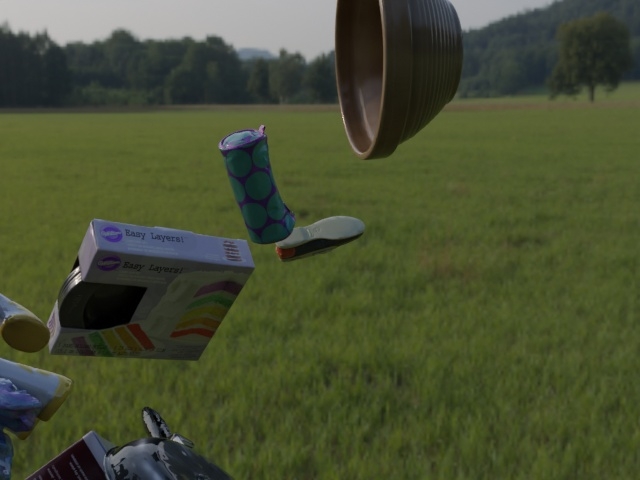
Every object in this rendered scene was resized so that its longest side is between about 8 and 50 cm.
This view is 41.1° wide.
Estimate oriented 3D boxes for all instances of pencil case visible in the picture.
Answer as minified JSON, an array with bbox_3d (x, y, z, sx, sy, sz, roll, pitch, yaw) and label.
[{"bbox_3d":[-0.084,-0.074,1.158,0.070,0.151,0.064,-24,25,-13],"label":"pencil case"}]

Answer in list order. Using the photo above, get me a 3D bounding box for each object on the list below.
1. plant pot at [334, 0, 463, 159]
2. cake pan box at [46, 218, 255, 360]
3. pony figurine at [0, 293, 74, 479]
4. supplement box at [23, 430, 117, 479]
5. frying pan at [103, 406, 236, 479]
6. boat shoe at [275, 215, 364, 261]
[{"bbox_3d":[0.093,-0.213,0.975,0.110,0.237,0.237,-4,9,-10],"label":"plant pot"},{"bbox_3d":[-0.269,0.085,1.320,0.267,0.245,0.070,9,40,-33],"label":"cake pan box"},{"bbox_3d":[-0.382,0.066,0.661,0.363,0.303,0.351,37,4,-11],"label":"pony figurine"},{"bbox_3d":[-0.304,0.311,0.900,0.239,0.073,0.130,-36,-21,-11],"label":"supplement box"},{"bbox_3d":[-0.119,0.250,0.875,0.197,0.053,0.326,38,1,-2],"label":"frying pan"},{"bbox_3d":[0.000,0.000,1.277,0.137,0.043,0.049,-14,43,-4],"label":"boat shoe"}]
